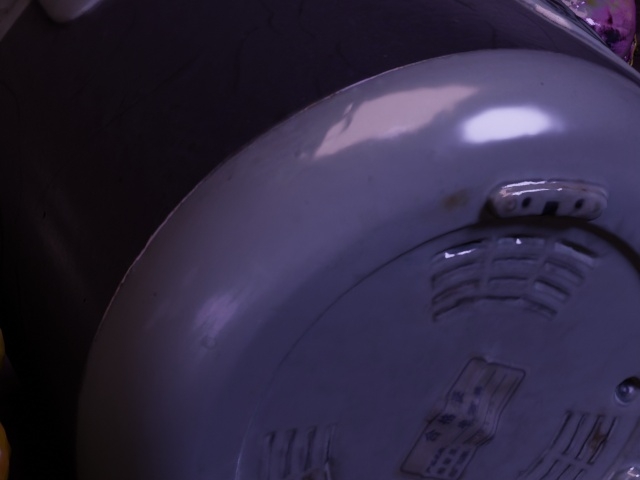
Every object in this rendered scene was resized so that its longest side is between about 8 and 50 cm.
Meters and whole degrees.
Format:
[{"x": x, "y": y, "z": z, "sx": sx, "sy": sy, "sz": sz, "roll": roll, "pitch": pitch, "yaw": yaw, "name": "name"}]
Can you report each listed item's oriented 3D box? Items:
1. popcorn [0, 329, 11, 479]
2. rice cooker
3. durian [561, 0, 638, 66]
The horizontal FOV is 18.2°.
[{"x": -0.192, "y": 0.099, "z": 0.708, "sx": 0.197, "sy": 0.156, "sz": 0.198, "roll": 1, "pitch": 42, "yaw": -1, "name": "popcorn"}, {"x": 0.000, "y": -0.002, "z": 0.817, "sx": 0.288, "sy": 0.288, "sz": 0.277, "roll": -6, "pitch": 34, "yaw": -25, "name": "rice cooker"}, {"x": 0.133, "y": -0.120, "z": 1.234, "sx": 0.108, "sy": 0.119, "sz": 0.186, "roll": 51, "pitch": 49, "yaw": -6, "name": "durian"}]
